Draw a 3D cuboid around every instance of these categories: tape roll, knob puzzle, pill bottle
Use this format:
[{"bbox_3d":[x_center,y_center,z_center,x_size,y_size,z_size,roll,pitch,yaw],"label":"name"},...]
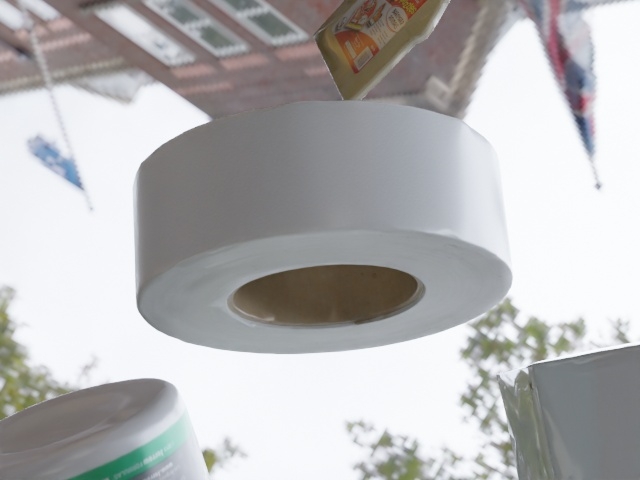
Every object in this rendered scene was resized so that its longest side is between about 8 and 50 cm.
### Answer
[{"bbox_3d":[0.000,0.000,1.066,0.286,0.286,0.100,-24,-118,40],"label":"tape roll"},{"bbox_3d":[0.082,-0.228,1.352,0.213,0.030,0.213,-38,-149,28],"label":"knob puzzle"},{"bbox_3d":[-0.158,0.314,1.162,0.204,0.361,0.204,-16,-170,3],"label":"pill bottle"}]

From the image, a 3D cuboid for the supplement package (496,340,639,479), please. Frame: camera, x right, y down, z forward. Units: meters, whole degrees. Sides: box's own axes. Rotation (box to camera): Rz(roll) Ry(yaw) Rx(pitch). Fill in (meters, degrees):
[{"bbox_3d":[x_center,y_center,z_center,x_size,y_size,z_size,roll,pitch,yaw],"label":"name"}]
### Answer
[{"bbox_3d":[0.239,0.158,0.906,0.149,0.203,0.194,101,-21,-83],"label":"supplement package"}]
